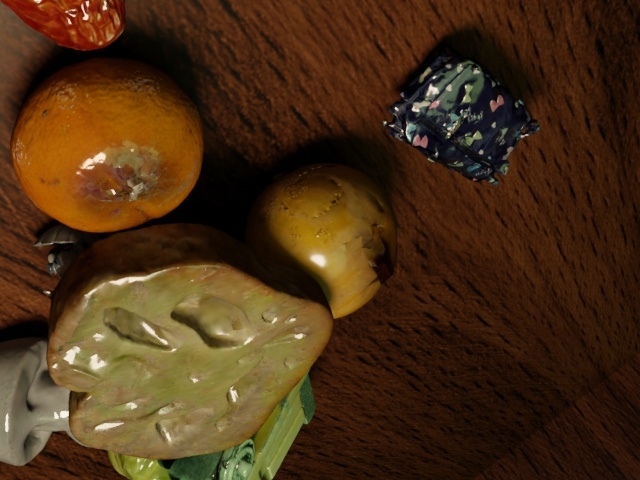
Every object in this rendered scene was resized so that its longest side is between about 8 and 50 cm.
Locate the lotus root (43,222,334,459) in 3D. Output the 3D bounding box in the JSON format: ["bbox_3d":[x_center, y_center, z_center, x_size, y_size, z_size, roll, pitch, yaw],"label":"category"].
[{"bbox_3d":[-0.168,0.140,1.029,0.374,0.111,0.391,-20,133,-5],"label":"lotus root"}]

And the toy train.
[{"bbox_3d":[-0.125,0.311,1.312,0.253,0.160,0.397,78,31,-42],"label":"toy train"}]

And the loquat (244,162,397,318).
[{"bbox_3d":[0.000,0.000,1.148,0.235,0.235,0.235,-19,138,-17],"label":"loquat"}]

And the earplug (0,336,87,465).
[{"bbox_3d":[-0.381,0.215,1.170,0.325,0.175,0.214,-11,116,-36],"label":"earplug"}]

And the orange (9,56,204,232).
[{"bbox_3d":[-0.246,-0.104,0.922,0.224,0.170,0.224,-17,136,-18],"label":"orange"}]

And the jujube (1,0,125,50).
[{"bbox_3d":[-0.271,-0.270,0.796,0.112,0.109,0.176,-5,156,22],"label":"jujube"}]

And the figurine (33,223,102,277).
[{"bbox_3d":[-0.342,0.017,1.057,0.086,0.094,0.082,-28,108,-51],"label":"figurine"}]

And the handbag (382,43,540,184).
[{"bbox_3d":[0.216,-0.185,1.198,0.260,0.113,0.162,22,110,-43],"label":"handbag"}]

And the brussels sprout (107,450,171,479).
[{"bbox_3d":[-0.271,0.342,1.375,0.223,0.161,0.223,-36,142,-35],"label":"brussels sprout"}]
